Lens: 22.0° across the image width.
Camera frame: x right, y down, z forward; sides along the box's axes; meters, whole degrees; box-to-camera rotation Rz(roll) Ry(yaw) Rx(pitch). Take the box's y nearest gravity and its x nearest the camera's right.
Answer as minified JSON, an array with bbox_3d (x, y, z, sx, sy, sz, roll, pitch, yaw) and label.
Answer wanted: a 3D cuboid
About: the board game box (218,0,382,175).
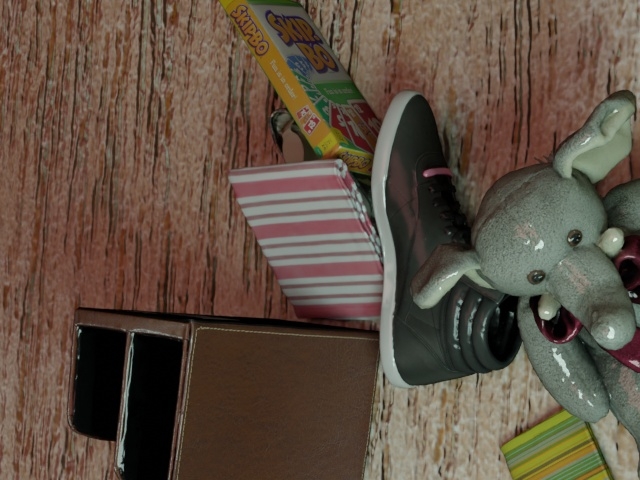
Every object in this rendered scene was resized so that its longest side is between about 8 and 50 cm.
[{"bbox_3d":[-0.015,-0.175,1.711,0.039,0.124,0.259,-46,61,22],"label":"board game box"}]

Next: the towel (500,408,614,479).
[{"bbox_3d":[0.251,0.278,1.534,0.102,0.021,0.237,-36,66,35],"label":"towel"}]

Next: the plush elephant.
[{"bbox_3d":[0.238,0.023,1.418,0.272,0.255,0.330,-52,59,21],"label":"plush elephant"}]

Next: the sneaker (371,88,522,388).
[{"bbox_3d":[0.135,-0.003,1.601,0.146,0.104,0.296,-2,90,35],"label":"sneaker"}]

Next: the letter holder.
[{"bbox_3d":[-0.094,0.183,1.623,0.152,0.301,0.215,4,88,37],"label":"letter holder"}]

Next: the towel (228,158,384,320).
[{"bbox_3d":[0.000,0.000,1.672,0.144,0.029,0.197,-3,124,37],"label":"towel"}]

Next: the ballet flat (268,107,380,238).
[{"bbox_3d":[0.010,-0.055,1.709,0.077,0.079,0.221,-47,61,21],"label":"ballet flat"}]
